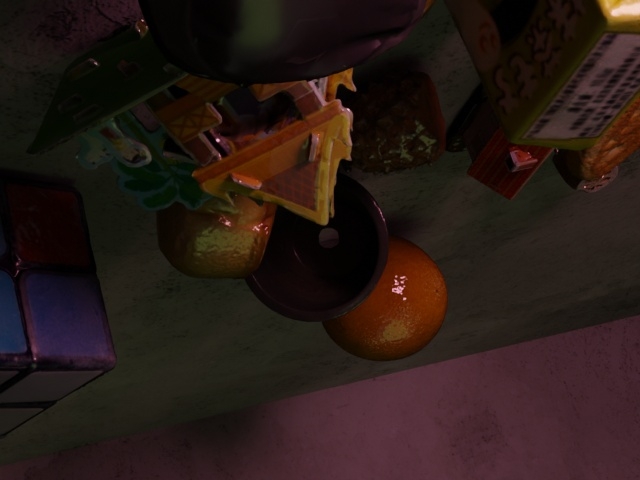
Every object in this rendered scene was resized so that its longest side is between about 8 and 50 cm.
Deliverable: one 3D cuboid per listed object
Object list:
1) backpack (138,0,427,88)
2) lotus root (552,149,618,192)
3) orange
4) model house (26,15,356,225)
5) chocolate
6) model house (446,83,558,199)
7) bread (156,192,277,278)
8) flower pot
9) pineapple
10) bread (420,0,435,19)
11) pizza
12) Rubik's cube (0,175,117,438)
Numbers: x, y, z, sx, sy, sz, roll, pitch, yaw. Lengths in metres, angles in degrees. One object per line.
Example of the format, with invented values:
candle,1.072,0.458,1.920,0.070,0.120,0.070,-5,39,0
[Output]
backpack,-0.023,-0.329,0.955,0.363,0.255,0.445,-5,123,-23
lotus root,0.527,-0.152,2.163,0.112,0.081,0.122,-39,151,30
orange,0.122,0.117,2.258,0.274,0.274,0.274,-15,159,-6
model house,-0.120,-0.120,1.320,0.358,0.242,0.312,-26,119,18
chocolate,0.281,-0.291,1.312,0.137,0.288,0.301,-13,158,-21
model house,0.356,-0.179,1.846,0.207,0.154,0.294,-8,157,-19
bread,-0.147,-0.073,1.582,0.148,0.269,0.270,2,153,-22
flower pot,0.000,0.000,1.951,0.269,0.269,0.166,-23,-179,14
pineapple,0.048,-0.165,1.695,0.279,0.157,0.158,-10,162,19
bread,0.106,-0.320,1.368,0.156,0.110,0.103,-3,148,-39
pizza,0.504,-0.215,1.885,0.258,0.087,0.268,-43,158,15
Rubik's cube,-0.534,0.100,1.627,0.313,0.318,0.316,-32,156,34
